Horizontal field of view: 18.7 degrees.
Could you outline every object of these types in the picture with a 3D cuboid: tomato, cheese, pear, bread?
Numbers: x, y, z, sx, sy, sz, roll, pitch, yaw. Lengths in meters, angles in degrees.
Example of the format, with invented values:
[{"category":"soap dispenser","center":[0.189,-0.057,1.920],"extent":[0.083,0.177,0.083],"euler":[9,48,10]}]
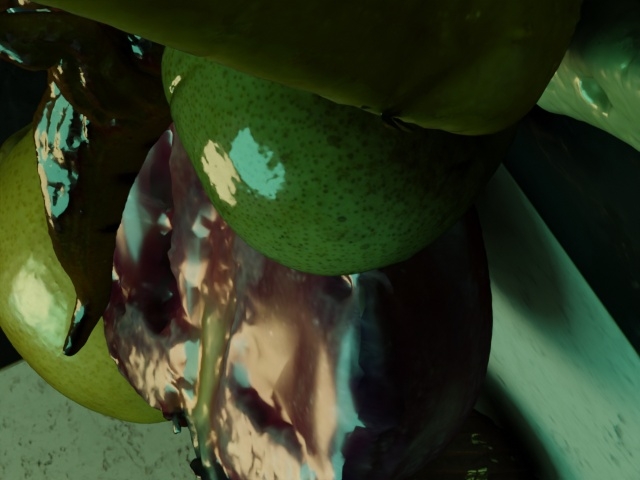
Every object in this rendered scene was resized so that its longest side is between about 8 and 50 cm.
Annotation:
[{"category":"tomato","center":[0.006,0.002,1.180],"extent":[0.335,0.176,0.289],"euler":[39,127,47]},{"category":"cheese","center":[0.124,-0.061,0.733],"extent":[0.065,0.043,0.194],"euler":[67,170,-26]},{"category":"pear","center":[0.009,-0.066,0.936],"extent":[0.137,0.167,0.167],"euler":[-18,110,42]},{"category":"pear","center":[-0.172,0.009,1.799],"extent":[0.314,0.314,0.314],"euler":[55,171,13]},{"category":"bread","center":[-0.068,-0.177,0.719],"extent":[0.337,0.148,0.328],"euler":[14,-163,-40]}]

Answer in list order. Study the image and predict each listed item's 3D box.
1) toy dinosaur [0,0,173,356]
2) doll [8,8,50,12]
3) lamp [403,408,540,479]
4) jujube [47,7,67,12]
[{"category":"toy dinosaur","center":[-0.132,-0.104,1.075],"extent":[0.208,0.097,0.432],"euler":[27,138,-17]},{"category":"doll","center":[-0.194,-0.242,1.514],"extent":[0.314,0.141,0.177],"euler":[168,82,-76]},{"category":"lamp","center":[0.049,0.191,1.490],"extent":[0.247,0.247,0.247],"euler":[55,171,13]},{"category":"jujube","center":[-0.140,-0.243,1.131],"extent":[0.183,0.183,0.243],"euler":[50,161,40]}]
